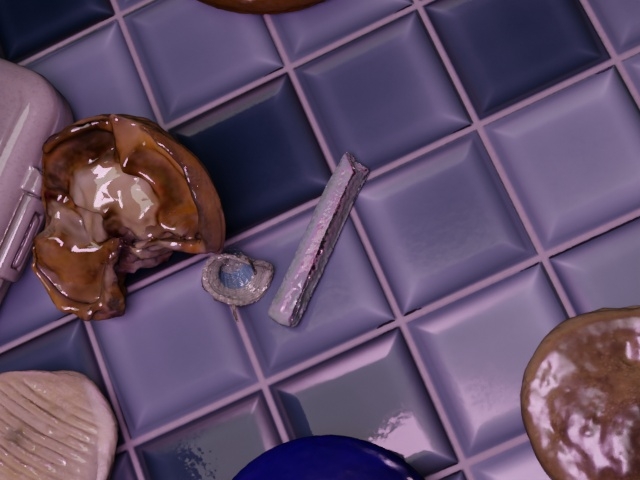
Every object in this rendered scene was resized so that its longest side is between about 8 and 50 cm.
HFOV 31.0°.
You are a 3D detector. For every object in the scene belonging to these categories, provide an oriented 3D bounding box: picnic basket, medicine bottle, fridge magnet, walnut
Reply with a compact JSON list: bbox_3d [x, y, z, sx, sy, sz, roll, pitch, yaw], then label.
[{"bbox_3d":[-0.090,0.044,1.266,0.065,0.083,0.083,-66,30,19],"label":"picnic basket"},{"bbox_3d":[-0.457,-0.042,1.347,0.282,0.123,0.375,19,80,18],"label":"medicine bottle"},{"bbox_3d":[0.007,0.327,1.147,0.266,0.112,0.265,-3,76,12],"label":"fridge magnet"},{"bbox_3d":[-0.216,-0.043,1.268,0.238,0.141,0.204,-31,100,22],"label":"walnut"}]

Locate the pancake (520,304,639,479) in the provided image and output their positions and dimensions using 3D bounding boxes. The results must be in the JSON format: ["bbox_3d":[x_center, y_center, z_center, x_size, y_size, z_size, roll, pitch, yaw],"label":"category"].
[{"bbox_3d":[0.322,0.168,1.148,0.242,0.050,0.241,-3,76,12],"label":"pancake"}]

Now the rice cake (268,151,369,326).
[{"bbox_3d":[-0.001,-0.001,1.277,0.033,0.033,0.207,20,80,27],"label":"rice cake"}]

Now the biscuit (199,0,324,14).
[{"bbox_3d":[-0.042,-0.456,1.387,0.350,0.070,0.394,8,78,13],"label":"biscuit"}]

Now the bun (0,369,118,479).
[{"bbox_3d":[-0.318,0.249,1.237,0.210,0.116,0.237,16,53,14],"label":"bun"}]
